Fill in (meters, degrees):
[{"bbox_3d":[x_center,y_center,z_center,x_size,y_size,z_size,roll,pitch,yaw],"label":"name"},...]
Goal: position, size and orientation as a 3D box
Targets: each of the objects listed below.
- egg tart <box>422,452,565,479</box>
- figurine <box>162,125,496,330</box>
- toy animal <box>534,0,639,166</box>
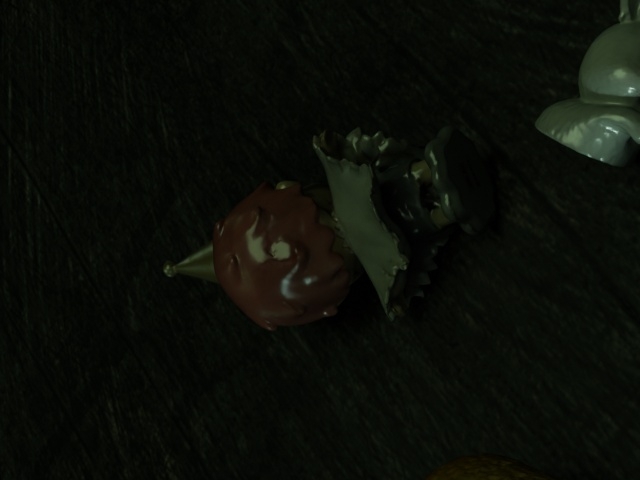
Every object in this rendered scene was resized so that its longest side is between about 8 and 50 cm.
[{"bbox_3d":[0.162,0.275,1.582,0.202,0.203,0.147,-64,28,9],"label":"egg tart"},{"bbox_3d":[0.000,0.000,1.883,0.387,0.166,0.207,-23,96,34],"label":"figurine"},{"bbox_3d":[0.299,-0.175,1.646,0.131,0.104,0.220,37,105,49],"label":"toy animal"}]
